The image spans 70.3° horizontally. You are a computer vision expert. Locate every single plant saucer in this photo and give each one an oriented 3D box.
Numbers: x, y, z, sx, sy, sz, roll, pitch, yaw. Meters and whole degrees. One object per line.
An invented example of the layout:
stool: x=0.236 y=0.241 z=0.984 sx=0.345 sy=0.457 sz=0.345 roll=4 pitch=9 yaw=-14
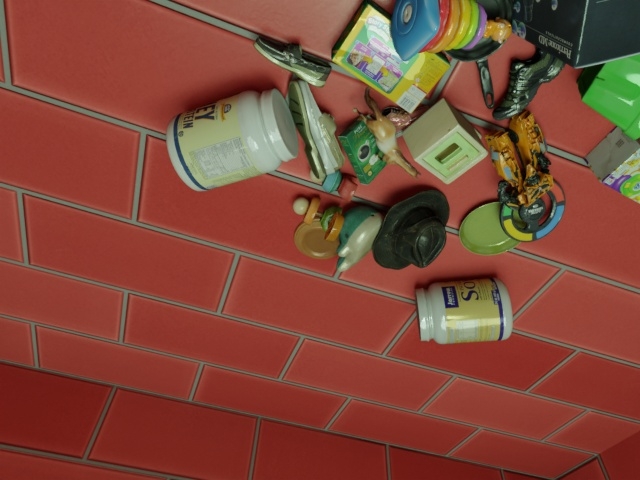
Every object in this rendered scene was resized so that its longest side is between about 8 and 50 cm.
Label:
plant saucer: x=0.611 y=-0.048 z=1.610 sx=0.240 sy=0.037 sz=0.241 roll=1 pitch=131 yaw=1
plant saucer: x=0.000 y=0.000 z=1.686 sx=0.199 sy=0.037 sz=0.200 roll=2 pitch=130 yaw=2

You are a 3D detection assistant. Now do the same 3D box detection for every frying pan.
frying pan: x=0.441 y=-0.526 z=1.197 sx=0.197 sy=0.053 sz=0.326 roll=-36 pitch=122 yaw=28

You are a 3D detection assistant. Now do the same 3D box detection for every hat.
hat: x=0.340 y=0.000 z=1.540 sx=0.331 sy=0.134 sz=0.332 roll=-19 pitch=135 yaw=-20

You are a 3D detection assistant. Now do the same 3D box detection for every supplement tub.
supplement tub: x=-0.248 y=-0.291 z=1.317 sx=0.324 sy=0.236 sz=0.236 roll=-14 pitch=129 yaw=14
supplement tub: x=0.543 y=0.274 z=1.759 sx=0.331 sy=0.241 sz=0.241 roll=-6 pitch=130 yaw=8

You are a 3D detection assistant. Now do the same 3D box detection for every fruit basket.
fruit basket: x=0.894 y=-0.444 z=1.125 sx=0.391 sy=0.283 sz=0.392 roll=12 pitch=128 yaw=16

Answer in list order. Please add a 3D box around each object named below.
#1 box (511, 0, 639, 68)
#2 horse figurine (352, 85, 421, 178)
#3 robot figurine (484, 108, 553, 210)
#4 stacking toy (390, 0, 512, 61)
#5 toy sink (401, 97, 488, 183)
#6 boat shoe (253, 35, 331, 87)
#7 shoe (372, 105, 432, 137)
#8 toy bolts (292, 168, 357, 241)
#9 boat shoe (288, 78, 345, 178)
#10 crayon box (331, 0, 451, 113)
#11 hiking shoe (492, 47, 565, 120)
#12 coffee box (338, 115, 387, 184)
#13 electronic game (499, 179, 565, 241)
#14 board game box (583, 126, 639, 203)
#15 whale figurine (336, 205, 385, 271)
box: x=0.572 y=-0.613 z=0.934 sx=0.211 sy=0.294 sz=0.396 roll=-14 pitch=129 yaw=0
horse figurine: x=0.176 y=-0.293 z=1.278 sx=0.066 sy=0.174 sz=0.263 roll=-34 pitch=127 yaw=-4
robot figurine: x=0.608 y=-0.229 z=1.372 sx=0.211 sy=0.085 sz=0.291 roll=-37 pitch=115 yaw=-7
stacking toy: x=0.336 y=-0.526 z=1.098 sx=0.301 sy=0.175 sz=0.165 roll=-2 pitch=174 yaw=-21
toy sink: x=0.378 y=-0.269 z=1.324 sx=0.152 sy=0.131 sz=0.234 roll=-37 pitch=139 yaw=29
boat shoe: x=-0.071 y=-0.500 z=1.236 sx=0.223 sy=0.080 sz=0.073 roll=23 pitch=123 yaw=-23
shoe: x=0.241 y=-0.363 z=1.341 sx=0.177 sy=0.064 sz=0.081 roll=-24 pitch=129 yaw=26
toy bolts: x=0.007 y=-0.129 z=1.483 sx=0.158 sy=0.218 sz=0.229 roll=23 pitch=110 yaw=-9
boat shoe: x=-0.010 y=-0.339 z=1.358 sx=0.103 sy=0.113 sz=0.303 roll=-25 pitch=123 yaw=-11
crayon box: x=0.187 y=-0.491 z=1.222 sx=0.278 sy=0.081 sz=0.165 roll=27 pitch=127 yaw=-19
hiking shoe: x=0.549 y=-0.441 z=1.256 sx=0.114 sy=0.086 sz=0.227 roll=36 pitch=115 yaw=-14
coffee box: x=0.134 y=-0.277 z=1.396 sx=0.040 sy=0.113 sz=0.184 roll=20 pitch=151 yaw=47
electronic game: x=0.704 y=-0.101 z=1.511 sx=0.229 sy=0.048 sz=0.230 roll=-3 pitch=113 yaw=-7
board game box: x=0.979 y=-0.209 z=1.380 sx=0.275 sy=0.144 sz=0.142 roll=22 pitch=129 yaw=-14
whale figurine: x=0.118 y=-0.009 z=1.600 sx=0.141 sy=0.216 sz=0.272 roll=45 pitch=139 yaw=18
